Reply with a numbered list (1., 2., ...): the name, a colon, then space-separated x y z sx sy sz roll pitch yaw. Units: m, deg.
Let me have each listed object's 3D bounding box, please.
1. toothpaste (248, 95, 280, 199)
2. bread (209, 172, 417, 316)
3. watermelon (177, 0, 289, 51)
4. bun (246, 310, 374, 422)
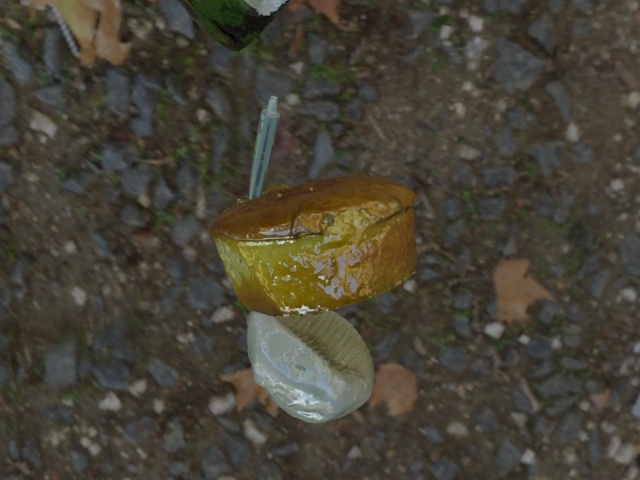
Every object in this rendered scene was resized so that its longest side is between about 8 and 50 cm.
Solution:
1. toothpaste: -0.085 -0.118 1.801 0.029 0.048 0.197 12 115 0
2. bread: 0.000 0.000 1.462 0.268 0.268 0.145 -17 100 -23
3. watermelon: -0.024 -0.204 0.789 0.159 0.303 0.128 4 64 -31
4. bun: -0.029 0.176 1.795 0.231 0.231 0.133 29 114 -30
